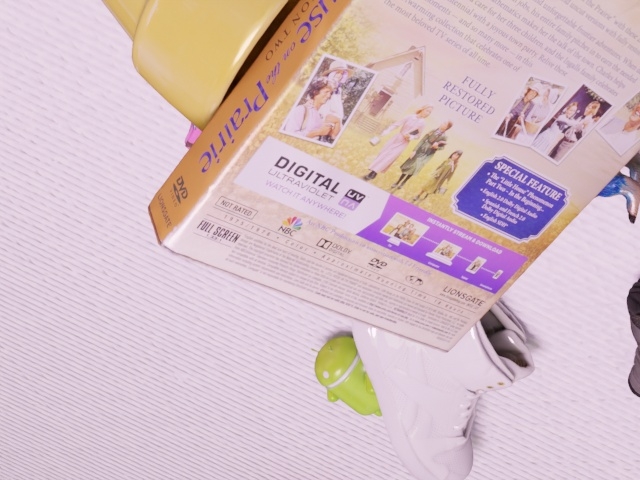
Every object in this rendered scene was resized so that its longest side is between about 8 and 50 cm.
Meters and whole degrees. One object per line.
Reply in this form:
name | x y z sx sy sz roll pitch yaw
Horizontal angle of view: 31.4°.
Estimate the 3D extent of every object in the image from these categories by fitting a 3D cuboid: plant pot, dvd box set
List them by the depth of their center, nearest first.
dvd box set | 0.114 -0.113 0.825 0.307 0.062 0.420 21 118 -37
plant pot | -0.089 -0.249 0.867 0.239 0.254 0.254 41 135 2

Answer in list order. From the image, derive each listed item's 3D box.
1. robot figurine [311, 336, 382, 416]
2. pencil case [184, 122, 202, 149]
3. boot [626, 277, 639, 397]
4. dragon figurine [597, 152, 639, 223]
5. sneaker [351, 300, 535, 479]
robot figurine | 0.042 0.156 1.312 0.115 0.067 0.101 39 153 -17
pencil case | -0.028 -0.082 1.100 0.209 0.095 0.098 29 120 -10
boot | 0.426 0.108 1.121 0.246 0.083 0.161 5 140 25
dragon figurine | 0.215 -0.098 0.988 0.144 0.085 0.289 10 136 12
sneaker | 0.158 0.169 1.252 0.169 0.108 0.292 -4 129 29
